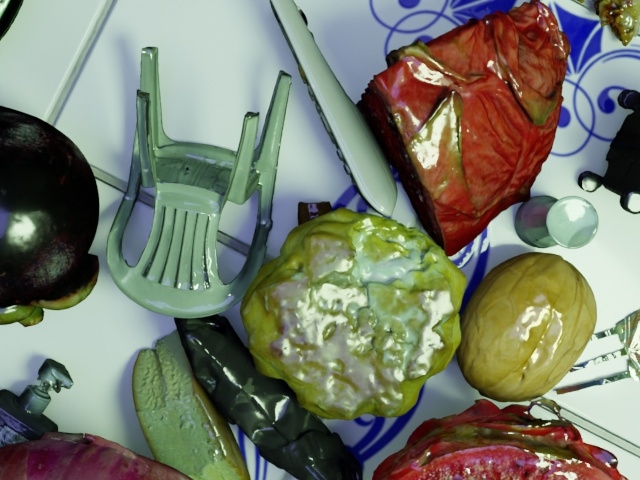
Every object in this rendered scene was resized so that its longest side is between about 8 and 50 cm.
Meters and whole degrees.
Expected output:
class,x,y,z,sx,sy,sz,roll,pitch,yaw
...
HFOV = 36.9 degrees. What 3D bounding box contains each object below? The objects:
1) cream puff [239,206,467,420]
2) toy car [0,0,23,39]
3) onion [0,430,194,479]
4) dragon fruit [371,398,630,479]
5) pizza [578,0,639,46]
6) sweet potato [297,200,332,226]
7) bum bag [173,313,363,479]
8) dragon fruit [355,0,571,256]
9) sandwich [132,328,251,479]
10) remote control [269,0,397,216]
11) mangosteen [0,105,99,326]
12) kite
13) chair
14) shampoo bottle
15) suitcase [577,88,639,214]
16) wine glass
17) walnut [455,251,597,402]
class,x,y,z,sx,sy,sz,roll,pitch,yaw
cream puff,0.043,0.089,1.202,0.281,0.185,0.282,0,92,2
toy car,-0.430,-0.331,1.206,0.125,0.136,0.306,30,91,-15
onion,-0.275,0.388,1.133,0.347,0.348,0.285,15,50,-1
dragon fruit,0.215,0.370,1.181,0.371,0.249,0.386,-38,101,14
pizza,0.386,-0.348,1.236,0.154,0.069,0.194,-8,92,-1
sweet potato,0.000,0.000,1.271,0.049,0.049,0.117,-12,104,0
bum bag,-0.070,0.216,1.228,0.095,0.144,0.340,-42,92,4
dragon fruit,0.181,-0.197,1.208,0.240,0.302,0.330,35,76,29
sandwich,-0.170,0.250,1.259,0.094,0.096,0.258,-26,90,7
remote control,0.021,-0.174,1.224,0.055,0.109,0.313,-26,93,2
mangosteen,-0.399,-0.011,1.181,0.275,0.275,0.302,-7,129,0
kite,0.415,0.143,1.294,0.229,0.016,0.127,-14,90,-3
chair,-0.158,-0.070,1.198,0.203,0.190,0.275,9,121,0
shampoo bottle,-0.434,0.290,1.270,0.098,0.071,0.309,35,90,1
suitcase,0.520,-0.058,1.175,0.335,0.229,0.152,22,100,-2
wine glass,0.297,-0.025,1.212,0.073,0.155,0.073,0,89,-1
walnut,0.258,0.112,1.222,0.159,0.159,0.207,29,97,-2
